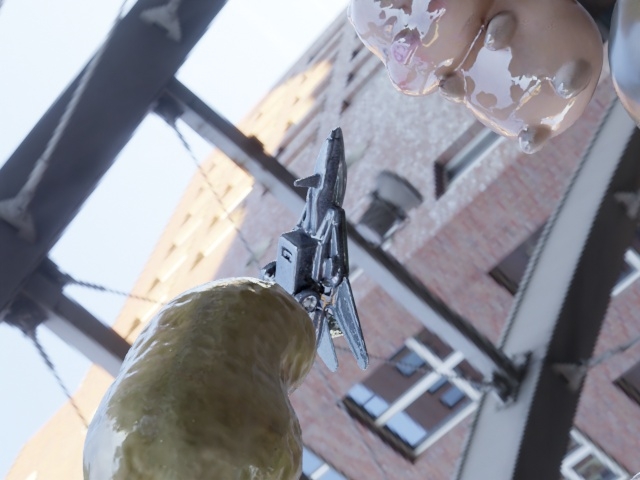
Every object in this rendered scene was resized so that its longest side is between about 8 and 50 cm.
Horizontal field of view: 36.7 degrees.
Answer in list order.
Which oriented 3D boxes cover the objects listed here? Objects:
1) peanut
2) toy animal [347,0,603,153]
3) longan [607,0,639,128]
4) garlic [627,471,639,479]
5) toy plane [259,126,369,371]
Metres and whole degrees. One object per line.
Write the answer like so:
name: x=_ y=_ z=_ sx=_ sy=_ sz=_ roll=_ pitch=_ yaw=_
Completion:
peanut: x=-0.071 y=0.108 z=0.646 sx=0.137 sy=0.122 sz=0.253 roll=41 pitch=-151 yaw=-15
toy animal: x=0.141 y=-0.194 z=0.886 sx=0.250 sy=0.166 sz=0.154 roll=35 pitch=-146 yaw=7
longan: x=0.268 y=-0.121 z=0.580 sx=0.187 sy=0.167 sz=0.167 roll=-2 pitch=-147 yaw=-2
garlic: x=0.251 y=0.226 z=0.748 sx=0.194 sy=0.131 sz=0.127 roll=22 pitch=162 yaw=27
toy plane: x=-0.010 y=0.003 z=1.073 sx=0.088 sy=0.267 sz=0.212 roll=-19 pitch=-143 yaw=-31
